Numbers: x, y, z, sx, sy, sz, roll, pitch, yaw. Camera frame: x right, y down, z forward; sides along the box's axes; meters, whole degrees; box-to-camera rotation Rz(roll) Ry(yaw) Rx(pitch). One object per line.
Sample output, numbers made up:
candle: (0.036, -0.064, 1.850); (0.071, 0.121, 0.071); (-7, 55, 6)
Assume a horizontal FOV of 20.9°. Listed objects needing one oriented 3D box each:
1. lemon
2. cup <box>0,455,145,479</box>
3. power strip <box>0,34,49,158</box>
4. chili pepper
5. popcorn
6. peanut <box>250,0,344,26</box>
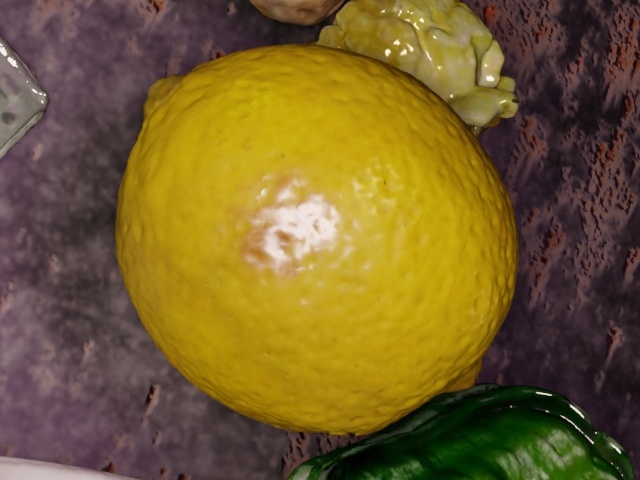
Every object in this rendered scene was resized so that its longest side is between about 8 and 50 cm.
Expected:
lemon: (-0.001, 0.000, 1.130); (0.267, 0.267, 0.267); (6, 79, -30)
cup: (-0.174, 0.321, 0.972); (0.253, 0.253, 0.371); (17, 70, -28)
power strip: (-0.287, -0.097, 1.077); (0.198, 0.064, 0.213); (49, 60, -17)
chili pepper: (0.052, 0.231, 1.147); (0.213, 0.167, 0.385); (51, 44, 4)
popcorn: (0.059, -0.120, 1.252); (0.141, 0.162, 0.135); (-29, 136, 4)
peanut: (-0.071, -0.221, 1.217); (0.228, 0.086, 0.104); (16, 83, -30)
